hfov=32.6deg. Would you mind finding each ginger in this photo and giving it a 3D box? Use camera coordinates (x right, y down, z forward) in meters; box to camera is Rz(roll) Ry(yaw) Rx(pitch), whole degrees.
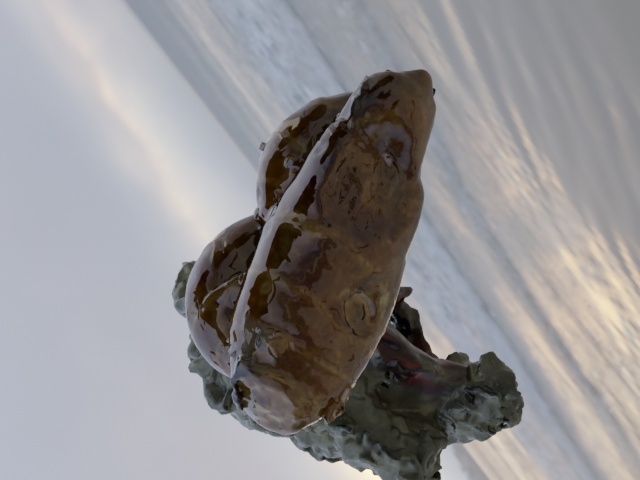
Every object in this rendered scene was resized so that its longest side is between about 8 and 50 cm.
[{"bbox_3d":[0.000,0.000,0.485,0.073,0.162,0.103,26,178,-31],"label":"ginger"}]

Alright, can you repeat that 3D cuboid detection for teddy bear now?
[{"bbox_3d":[0.008,0.116,1.162,0.357,0.224,0.367,52,-164,20],"label":"teddy bear"}]
